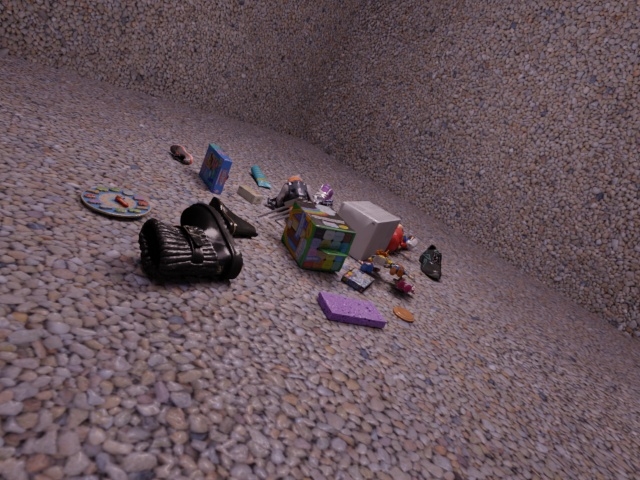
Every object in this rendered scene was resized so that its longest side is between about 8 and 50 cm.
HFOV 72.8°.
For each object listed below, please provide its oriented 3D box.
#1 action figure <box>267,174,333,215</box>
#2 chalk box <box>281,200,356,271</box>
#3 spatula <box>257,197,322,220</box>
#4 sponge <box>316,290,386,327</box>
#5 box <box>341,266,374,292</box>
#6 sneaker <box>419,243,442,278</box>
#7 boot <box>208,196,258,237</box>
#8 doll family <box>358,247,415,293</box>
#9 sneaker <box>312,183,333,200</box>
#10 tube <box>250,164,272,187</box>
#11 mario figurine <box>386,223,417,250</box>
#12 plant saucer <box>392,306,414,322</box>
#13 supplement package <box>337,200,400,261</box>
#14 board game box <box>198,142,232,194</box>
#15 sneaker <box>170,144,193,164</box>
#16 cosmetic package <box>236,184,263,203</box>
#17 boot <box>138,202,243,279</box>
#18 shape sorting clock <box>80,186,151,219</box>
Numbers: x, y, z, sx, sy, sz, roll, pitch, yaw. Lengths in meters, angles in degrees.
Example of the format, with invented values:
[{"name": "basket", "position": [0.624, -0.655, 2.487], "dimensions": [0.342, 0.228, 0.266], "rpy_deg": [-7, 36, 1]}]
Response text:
[{"name": "action figure", "position": [-0.053, -0.182, 2.015], "dimensions": [0.340, 0.179, 0.330], "rpy_deg": [-8, 51, -28]}, {"name": "chalk box", "position": [0.000, 0.000, 1.626], "dimensions": [0.180, 0.179, 0.289], "rpy_deg": [9, 25, -29]}, {"name": "spatula", "position": [-0.133, -0.125, 1.787], "dimensions": [0.241, 0.019, 0.168], "rpy_deg": [-15, -11, 31]}, {"name": "sponge", "position": [0.099, 0.223, 1.391], "dimensions": [0.209, 0.031, 0.117], "rpy_deg": [15, 21, -27]}, {"name": "box", "position": [0.143, 0.148, 1.652], "dimensions": [0.093, 0.027, 0.137], "rpy_deg": [32, 20, 16]}, {"name": "sneaker", "position": [0.557, 0.102, 2.175], "dimensions": [0.101, 0.106, 0.267], "rpy_deg": [23, 20, -8]}, {"name": "boot", "position": [-0.329, -0.079, 1.627], "dimensions": [0.136, 0.077, 0.198], "rpy_deg": [11, 36, -46]}, {"name": "doll family", "position": [0.287, 0.111, 1.761], "dimensions": [0.262, 0.119, 0.163], "rpy_deg": [28, 4, 11]}, {"name": "sneaker", "position": [-0.020, -0.215, 2.225], "dimensions": [0.102, 0.161, 0.282], "rpy_deg": [30, 21, 11]}, {"name": "tube", "position": [-0.327, -0.339, 2.358], "dimensions": [0.080, 0.052, 0.207], "rpy_deg": [2, 34, -29]}, {"name": "mario figurine", "position": [0.411, -0.034, 2.241], "dimensions": [0.197, 0.170, 0.320], "rpy_deg": [-5, -2, 24]}, {"name": "plant saucer", "position": [0.300, 0.263, 1.559], "dimensions": [0.083, 0.013, 0.083], "rpy_deg": [21, 19, -8]}, {"name": "supplement package", "position": [0.198, -0.050, 1.984], "dimensions": [0.198, 0.200, 0.262], "rpy_deg": [33, 20, 24]}, {"name": "board game box", "position": [-0.473, -0.323, 1.945], "dimensions": [0.047, 0.160, 0.210], "rpy_deg": [10, 24, -38]}, {"name": "sneaker", "position": [-0.686, -0.420, 2.101], "dimensions": [0.157, 0.061, 0.064], "rpy_deg": [33, 27, 24]}, {"name": "cosmetic package", "position": [-0.327, -0.214, 2.018], "dimensions": [0.115, 0.041, 0.060], "rpy_deg": [34, 21, 26]}, {"name": "boot", "position": [-0.401, -0.015, 1.251], "dimensions": [0.260, 0.131, 0.348], "rpy_deg": [7, 26, -43]}, {"name": "shape sorting clock", "position": [-0.647, -0.126, 1.385], "dimensions": [0.206, 0.040, 0.206], "rpy_deg": [22, 18, -8]}]
